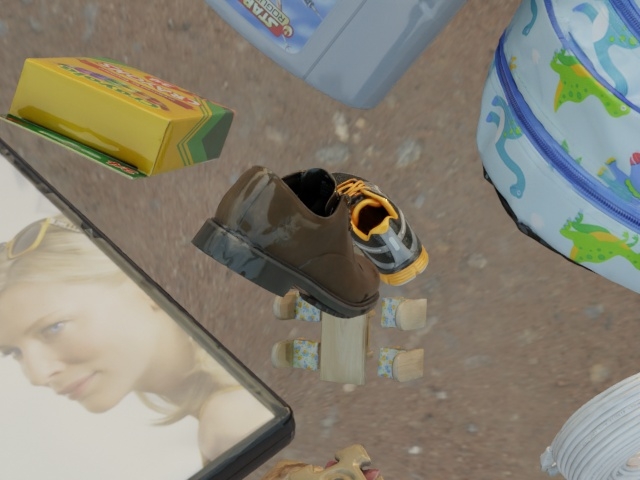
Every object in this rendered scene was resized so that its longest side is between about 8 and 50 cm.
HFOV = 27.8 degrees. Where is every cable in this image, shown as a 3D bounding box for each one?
[{"bbox_3d":[0.433,0.254,1.714,0.257,0.257,0.089,-16,57,-13],"label":"cable"}]

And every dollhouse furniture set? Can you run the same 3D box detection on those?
[{"bbox_3d":[0.026,0.090,1.892,0.212,0.161,0.242,4,93,29],"label":"dollhouse furniture set"}]

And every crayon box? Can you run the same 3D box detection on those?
[{"bbox_3d":[-0.252,-0.160,1.636,0.202,0.318,0.081,24,103,8],"label":"crayon box"}]

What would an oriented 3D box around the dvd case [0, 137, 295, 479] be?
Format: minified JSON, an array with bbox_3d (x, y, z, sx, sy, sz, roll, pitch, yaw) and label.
[{"bbox_3d":[-0.157,0.046,0.513,0.180,0.022,0.253,-34,54,-26],"label":"dvd case"}]

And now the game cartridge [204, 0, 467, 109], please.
[{"bbox_3d":[-0.022,-0.256,1.066,0.297,0.062,0.198,43,123,3],"label":"game cartridge"}]

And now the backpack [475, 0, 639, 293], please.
[{"bbox_3d":[0.275,-0.067,0.804,0.356,0.273,0.290,8,46,-1],"label":"backpack"}]

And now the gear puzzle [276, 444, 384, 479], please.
[{"bbox_3d":[-0.078,0.310,1.141,0.339,0.175,0.044,-23,126,-11],"label":"gear puzzle"}]

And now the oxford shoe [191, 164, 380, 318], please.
[{"bbox_3d":[0.000,0.000,0.976,0.083,0.227,0.096,30,91,27],"label":"oxford shoe"}]

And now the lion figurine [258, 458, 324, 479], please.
[{"bbox_3d":[-0.060,0.395,1.888,0.142,0.392,0.240,26,95,-7],"label":"lion figurine"}]

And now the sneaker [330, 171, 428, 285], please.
[{"bbox_3d":[0.051,-0.034,1.521,0.084,0.215,0.083,-40,130,-7],"label":"sneaker"}]
